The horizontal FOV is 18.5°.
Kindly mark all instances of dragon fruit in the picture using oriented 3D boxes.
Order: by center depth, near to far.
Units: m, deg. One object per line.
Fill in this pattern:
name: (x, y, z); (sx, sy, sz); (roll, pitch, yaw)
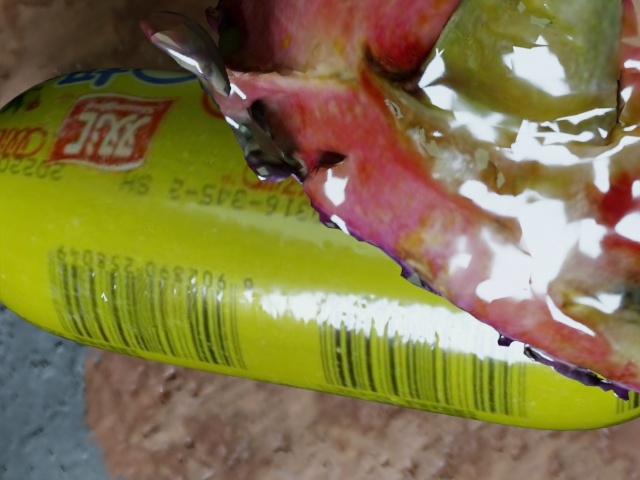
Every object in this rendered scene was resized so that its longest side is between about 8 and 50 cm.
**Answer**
dragon fruit: (0.142, -0.117, 0.642); (0.296, 0.314, 0.263); (41, 127, 17)

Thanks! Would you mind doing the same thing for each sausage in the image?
sausage: (0.000, 0.000, 0.806); (0.347, 0.123, 0.123); (10, 87, 15)
